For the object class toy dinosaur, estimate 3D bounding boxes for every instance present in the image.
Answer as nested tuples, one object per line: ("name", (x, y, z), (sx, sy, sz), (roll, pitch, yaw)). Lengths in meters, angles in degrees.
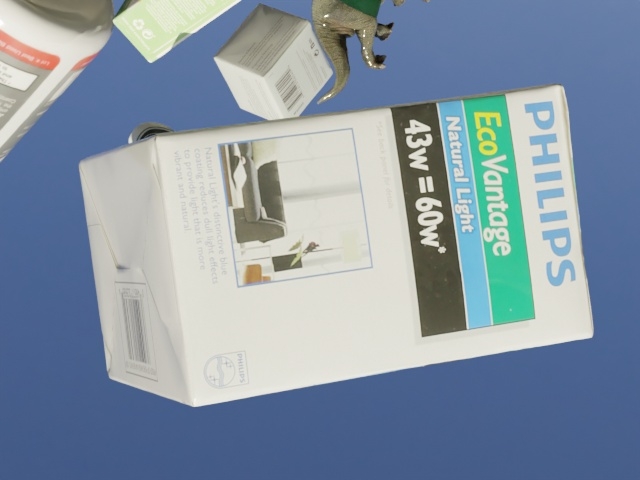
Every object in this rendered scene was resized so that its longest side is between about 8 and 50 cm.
("toy dinosaur", (0.052, -0.336, 2.297), (0.160, 0.313, 0.121), (36, 180, -26))

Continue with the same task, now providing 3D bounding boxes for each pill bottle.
("pill bottle", (-0.384, -0.154, 1.644), (0.210, 0.363, 0.210), (35, -151, -23))

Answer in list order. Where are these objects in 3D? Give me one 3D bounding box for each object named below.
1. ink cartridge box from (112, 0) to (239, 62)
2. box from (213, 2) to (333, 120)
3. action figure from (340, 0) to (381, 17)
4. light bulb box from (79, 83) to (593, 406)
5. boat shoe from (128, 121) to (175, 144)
("ink cartridge box", (-0.052, -0.258, 1.404), (0.235, 0.056, 0.171), (-30, -157, 28))
("box", (-0.057, -0.215, 2.071), (0.087, 0.101, 0.102), (24, -113, 34))
("action figure", (-0.039, -0.315, 1.645), (0.232, 0.137, 0.063), (15, -171, -5))
("light bulb box", (0.000, 0.000, 1.524), (0.361, 0.225, 0.358), (-8, -178, -17))
("boat shoe", (-0.145, -0.081, 1.791), (0.040, 0.049, 0.142), (31, 177, 45))
